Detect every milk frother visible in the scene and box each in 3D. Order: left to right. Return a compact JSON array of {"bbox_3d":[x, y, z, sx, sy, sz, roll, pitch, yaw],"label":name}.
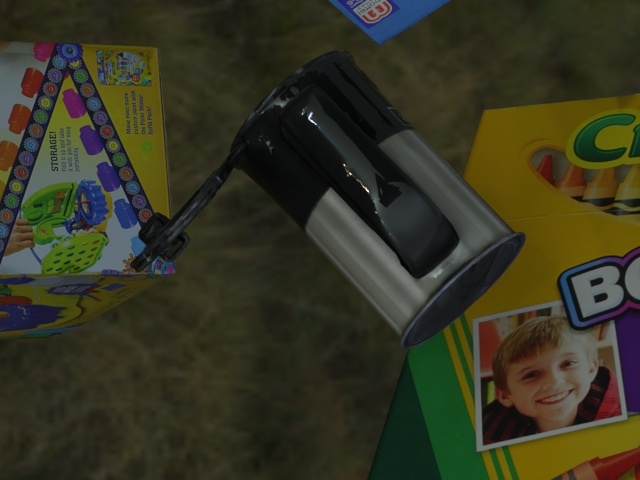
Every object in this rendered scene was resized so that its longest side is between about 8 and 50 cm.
[{"bbox_3d":[0.000,0.000,0.907,0.135,0.143,0.129,47,16,16],"label":"milk frother"}]

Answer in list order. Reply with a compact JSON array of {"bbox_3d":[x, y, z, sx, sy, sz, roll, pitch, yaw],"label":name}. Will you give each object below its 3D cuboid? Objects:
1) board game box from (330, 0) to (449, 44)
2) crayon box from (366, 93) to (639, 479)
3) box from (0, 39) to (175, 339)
[{"bbox_3d":[0.077,-0.201,0.757,0.047,0.210,0.160,35,30,-50],"label":"board game box"},{"bbox_3d":[0.232,0.055,0.989,0.106,0.363,0.313,59,38,-42],"label":"crayon box"},{"bbox_3d":[-0.293,-0.030,1.395,0.279,0.290,0.177,0,78,-24],"label":"box"}]
